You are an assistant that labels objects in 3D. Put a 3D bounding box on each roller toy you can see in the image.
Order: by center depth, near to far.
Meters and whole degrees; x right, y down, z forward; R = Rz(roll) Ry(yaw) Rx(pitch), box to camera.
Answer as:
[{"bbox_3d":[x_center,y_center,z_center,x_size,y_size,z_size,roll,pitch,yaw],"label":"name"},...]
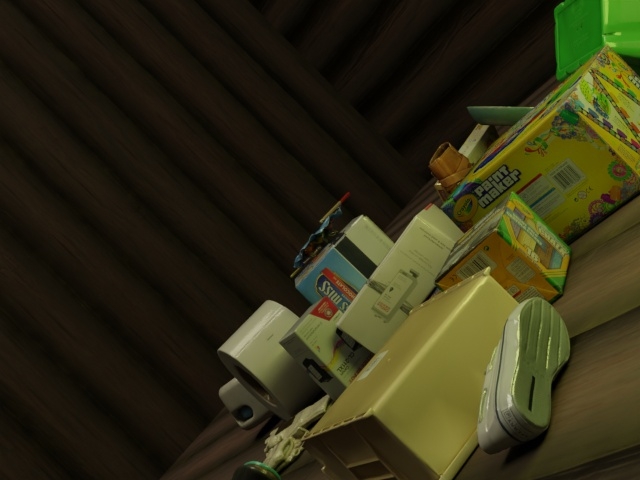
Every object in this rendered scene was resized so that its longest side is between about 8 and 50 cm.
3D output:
[{"bbox_3d":[-0.151,0.394,2.437,0.191,0.146,0.209,-36,-3,3],"label":"roller toy"}]

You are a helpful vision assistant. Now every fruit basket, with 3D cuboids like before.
[{"bbox_3d":[0.708,-0.462,1.960,0.392,0.282,0.392,-2,-2,0],"label":"fruit basket"}]

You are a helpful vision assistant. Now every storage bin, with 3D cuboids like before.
[{"bbox_3d":[0.126,0.192,1.197,0.262,0.123,0.260,-46,2,-27],"label":"storage bin"}]

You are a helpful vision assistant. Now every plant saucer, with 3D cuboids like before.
[{"bbox_3d":[0.486,-0.274,2.098,0.317,0.318,0.043,-59,-30,-82],"label":"plant saucer"}]

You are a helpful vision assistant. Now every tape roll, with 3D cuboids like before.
[{"bbox_3d":[-0.097,0.282,2.198,0.169,0.246,0.246,-45,2,-18],"label":"tape roll"}]

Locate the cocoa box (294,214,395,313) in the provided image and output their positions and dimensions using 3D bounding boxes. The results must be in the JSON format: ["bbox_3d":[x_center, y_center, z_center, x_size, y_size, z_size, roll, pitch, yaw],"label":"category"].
[{"bbox_3d":[0.092,0.100,2.228,0.228,0.231,0.347,-46,1,-1],"label":"cocoa box"}]

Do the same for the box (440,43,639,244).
[{"bbox_3d":[0.394,-0.128,1.548,0.290,0.177,0.279,-43,1,40],"label":"box"}]

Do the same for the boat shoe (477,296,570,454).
[{"bbox_3d":[0.211,0.141,1.025,0.076,0.083,0.226,-42,4,34],"label":"boat shoe"}]

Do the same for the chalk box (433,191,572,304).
[{"bbox_3d":[0.276,0.029,1.387,0.132,0.132,0.213,-45,1,29],"label":"chalk box"}]

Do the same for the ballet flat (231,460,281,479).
[{"bbox_3d":[-0.128,0.456,1.622,0.096,0.095,0.280,-57,-3,-26],"label":"ballet flat"}]

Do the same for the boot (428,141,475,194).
[{"bbox_3d":[0.329,-0.120,2.055,0.109,0.220,0.283,-44,2,24],"label":"boot"}]

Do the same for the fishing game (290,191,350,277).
[{"bbox_3d":[0.000,0.000,2.353,0.189,0.041,0.264,-45,-10,-41],"label":"fishing game"}]

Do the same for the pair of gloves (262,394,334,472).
[{"bbox_3d":[-0.076,0.416,1.927,0.204,0.042,0.240,-43,3,33],"label":"pair of gloves"}]

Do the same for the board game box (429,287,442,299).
[{"bbox_3d":[0.305,0.040,1.774,0.193,0.045,0.147,-44,2,41],"label":"board game box"}]

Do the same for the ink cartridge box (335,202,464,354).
[{"bbox_3d":[0.173,0.077,1.916,0.283,0.117,0.207,-55,-6,17],"label":"ink cartridge box"}]

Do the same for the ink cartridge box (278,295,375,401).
[{"bbox_3d":[0.022,0.224,1.952,0.127,0.175,0.072,-47,5,-40],"label":"ink cartridge box"}]

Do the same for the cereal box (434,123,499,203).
[{"bbox_3d":[0.366,-0.138,2.200,0.047,0.173,0.240,1,42,44],"label":"cereal box"}]
